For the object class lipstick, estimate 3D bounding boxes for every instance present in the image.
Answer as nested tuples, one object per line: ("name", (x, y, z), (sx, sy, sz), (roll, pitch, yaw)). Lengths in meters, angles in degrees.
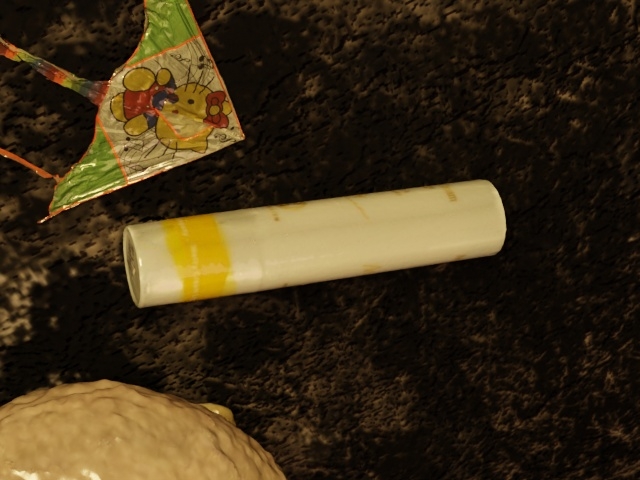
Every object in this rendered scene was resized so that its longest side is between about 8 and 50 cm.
("lipstick", (0.000, 0.000, 0.842), (0.264, 0.059, 0.059), (-9, 128, -19))

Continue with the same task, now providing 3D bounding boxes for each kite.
("kite", (-0.149, -0.095, 0.738), (0.244, 0.006, 0.198), (19, 116, -34))

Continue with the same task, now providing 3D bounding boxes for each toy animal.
("toy animal", (-0.147, 0.204, 0.849), (0.358, 0.188, 0.226), (27, 100, -35))
